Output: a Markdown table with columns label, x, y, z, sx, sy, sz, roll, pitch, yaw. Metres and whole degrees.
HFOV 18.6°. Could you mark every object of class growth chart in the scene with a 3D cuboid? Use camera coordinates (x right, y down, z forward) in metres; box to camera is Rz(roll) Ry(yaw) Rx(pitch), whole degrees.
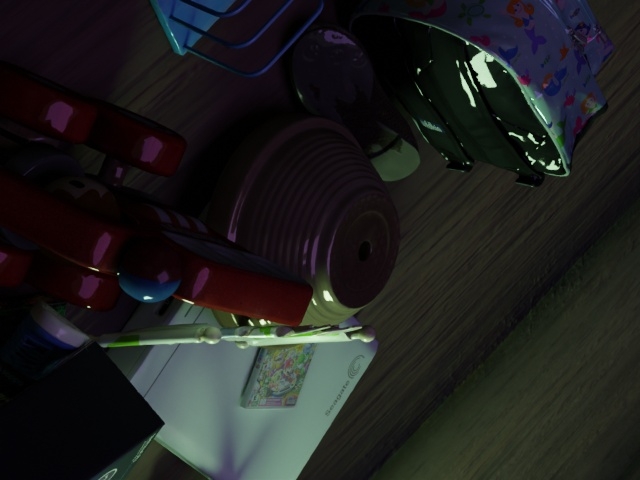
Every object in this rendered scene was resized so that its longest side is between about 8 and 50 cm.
| label | x | y | z | sx | sy | sz | roll | pitch | yaw |
| --- | --- | --- | --- | --- | --- | --- | --- | --- | --- |
| growth chart | -0.074 | 0.085 | 1.755 | 0.237 | 0.172 | 0.021 | 3 | 83 | -52 |

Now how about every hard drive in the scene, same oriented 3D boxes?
| label | x | y | z | sx | sy | sz | roll | pitch | yaw |
| --- | --- | --- | --- | --- | --- | --- | --- | --- | --- |
| hard drive | -0.079 | 0.128 | 2.020 | 0.233 | 0.047 | 0.353 | -57 | 146 | -9 |

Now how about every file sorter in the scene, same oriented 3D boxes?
| label | x | y | z | sx | sy | sz | roll | pitch | yaw |
| --- | --- | --- | --- | --- | --- | --- | --- | --- | --- |
| file sorter | -0.082 | -0.243 | 1.708 | 0.118 | 0.104 | 0.170 | -48 | 144 | -19 |

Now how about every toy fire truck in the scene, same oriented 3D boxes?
| label | x | y | z | sx | sy | sz | roll | pitch | yaw |
| --- | --- | --- | --- | --- | --- | --- | --- | --- | --- |
| toy fire truck | -0.171 | -0.014 | 1.611 | 0.302 | 0.254 | 0.169 | 18 | 97 | -56 |

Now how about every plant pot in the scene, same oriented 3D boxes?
| label | x | y | z | sx | sy | sz | roll | pitch | yaw |
| --- | --- | --- | --- | --- | --- | --- | --- | --- | --- |
| plant pot | 0.000 | 0.000 | 1.902 | 0.237 | 0.109 | 0.237 | -24 | 121 | -47 |

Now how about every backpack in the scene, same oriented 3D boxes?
| label | x | y | z | sx | sy | sz | roll | pitch | yaw |
| --- | --- | --- | --- | --- | --- | --- | --- | --- | --- |
| backpack | 0.159 | -0.196 | 1.959 | 0.253 | 0.225 | 0.191 | 41 | 72 | -46 |

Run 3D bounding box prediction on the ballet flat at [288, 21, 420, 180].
| label | x | y | z | sx | sy | sz | roll | pitch | yaw |
| --- | --- | --- | --- | --- | --- | --- | --- | --- | --- |
| ballet flat | 0.033 | -0.146 | 1.981 | 0.084 | 0.058 | 0.250 | -28 | 141 | 12 |

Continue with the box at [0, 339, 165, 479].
| label | x | y | z | sx | sy | sz | roll | pitch | yaw |
| --- | --- | --- | --- | --- | --- | --- | --- | --- | --- |
| box | -0.262 | 0.219 | 1.683 | 0.184 | 0.103 | 0.261 | -39 | 172 | -33 |

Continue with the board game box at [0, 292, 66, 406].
| label | x | y | z | sx | sy | sz | roll | pitch | yaw |
| --- | --- | --- | --- | --- | --- | --- | --- | --- | --- |
| board game box | -0.334 | 0.122 | 1.692 | 0.259 | 0.030 | 0.136 | -8 | 117 | -51 |

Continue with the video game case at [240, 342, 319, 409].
| label | x | y | z | sx | sy | sz | roll | pitch | yaw |
| --- | --- | --- | --- | --- | --- | --- | --- | --- | --- |
| video game case | -0.034 | 0.117 | 2.020 | 0.087 | 0.011 | 0.122 | 6 | 107 | -54 |

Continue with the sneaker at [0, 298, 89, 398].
| label | x | y | z | sx | sy | sz | roll | pitch | yaw |
| --- | --- | --- | --- | --- | --- | --- | --- | --- | --- |
| sneaker | -0.246 | 0.099 | 1.668 | 0.084 | 0.058 | 0.152 | -52 | -172 | -9 |
